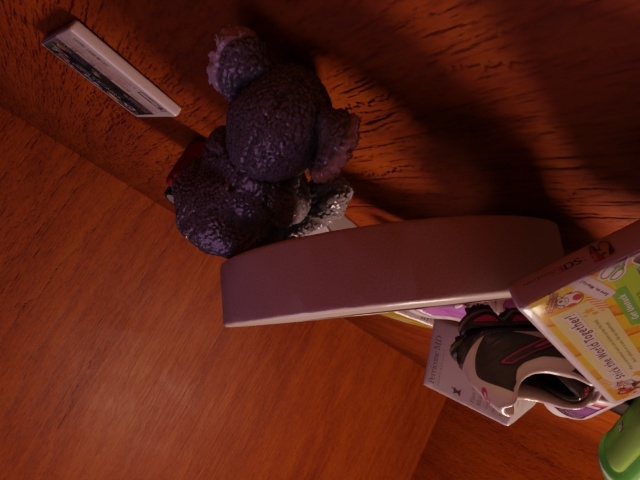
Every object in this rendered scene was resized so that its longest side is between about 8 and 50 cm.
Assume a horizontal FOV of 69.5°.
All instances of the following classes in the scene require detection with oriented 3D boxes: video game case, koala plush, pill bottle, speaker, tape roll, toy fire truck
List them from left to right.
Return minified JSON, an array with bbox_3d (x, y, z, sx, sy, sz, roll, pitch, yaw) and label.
[{"bbox_3d":[-0.344,-0.272,0.761,0.173,0.022,0.190,15,163,46],"label":"video game case"},{"bbox_3d":[-0.171,-0.091,0.863,0.217,0.158,0.246,33,155,-17],"label":"toy fire truck"},{"bbox_3d":[-0.053,-0.094,0.494,0.196,0.203,0.221,45,144,3],"label":"koala plush"},{"bbox_3d":[0.078,0.050,0.551,0.392,0.072,0.392,-6,169,-1],"label":"tape roll"},{"bbox_3d":[0.469,0.260,0.833,0.108,0.108,0.193,24,154,19],"label":"pill bottle"},{"bbox_3d":[0.543,0.314,0.732,0.131,0.131,0.296,22,144,29],"label":"speaker"},{"bbox_3d":[0.279,0.042,0.334,0.206,0.026,0.227,-33,130,25],"label":"video game case"}]

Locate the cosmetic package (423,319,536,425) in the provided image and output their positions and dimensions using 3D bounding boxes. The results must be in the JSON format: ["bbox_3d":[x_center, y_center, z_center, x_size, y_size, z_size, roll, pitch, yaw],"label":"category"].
[{"bbox_3d":[0.331,0.240,0.924,0.184,0.151,0.151,16,-167,42],"label":"cosmetic package"}]

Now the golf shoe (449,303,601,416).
[{"bbox_3d":[0.289,0.131,0.515,0.120,0.273,0.105,-103,6,-57],"label":"golf shoe"}]

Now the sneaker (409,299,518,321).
[{"bbox_3d":[0.255,0.087,0.740,0.282,0.102,0.161,19,165,-6],"label":"sneaker"}]

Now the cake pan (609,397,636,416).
[{"bbox_3d":[0.643,0.319,0.899,0.293,0.054,0.293,28,168,7],"label":"cake pan"}]

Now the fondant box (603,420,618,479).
[{"bbox_3d":[0.722,0.579,1.006,0.238,0.330,0.096,16,175,-26],"label":"fondant box"}]

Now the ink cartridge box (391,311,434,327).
[{"bbox_3d":[0.143,0.154,1.200,0.304,0.072,0.307,20,168,-18],"label":"ink cartridge box"}]

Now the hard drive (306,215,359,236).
[{"bbox_3d":[0.000,0.000,1.044,0.233,0.047,0.353,36,165,-31],"label":"hard drive"}]
